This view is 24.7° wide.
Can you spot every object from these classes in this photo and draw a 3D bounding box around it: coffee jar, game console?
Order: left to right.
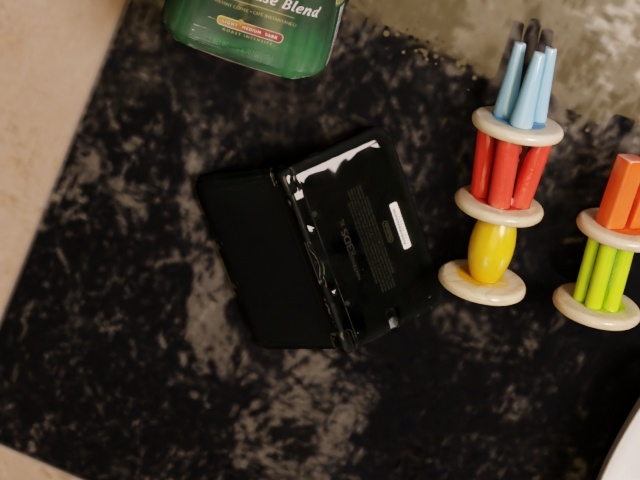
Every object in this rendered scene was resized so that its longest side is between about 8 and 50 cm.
[{"bbox_3d":[-0.016,-0.185,0.768,0.096,0.079,0.184,18,113,-1],"label":"coffee jar"},{"bbox_3d":[0.000,0.000,0.882,0.107,0.071,0.122,-26,111,-15],"label":"game console"}]

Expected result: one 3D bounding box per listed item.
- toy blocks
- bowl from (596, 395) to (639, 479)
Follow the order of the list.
[{"bbox_3d":[0.141,-0.032,0.829,0.123,0.054,0.148,11,113,2],"label":"toy blocks"},{"bbox_3d":[0.245,0.136,0.890,0.142,0.053,0.142,21,113,-3],"label":"bowl"}]
